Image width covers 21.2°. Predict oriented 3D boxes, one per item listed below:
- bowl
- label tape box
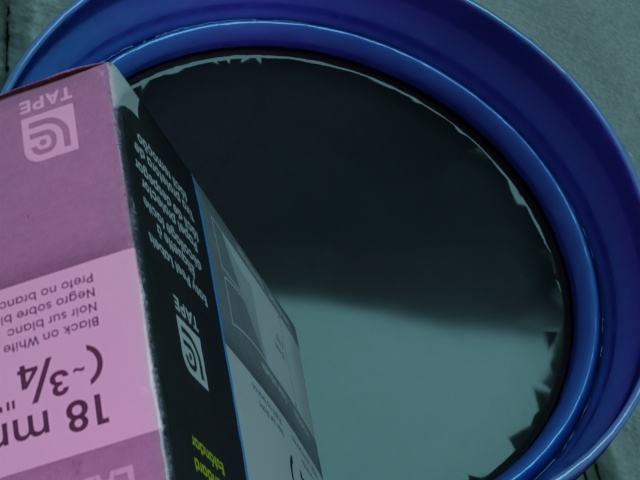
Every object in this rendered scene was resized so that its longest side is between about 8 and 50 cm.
[{"bbox_3d":[0.000,0.000,0.974,0.391,0.077,0.391,9,55,-13],"label":"bowl"},{"bbox_3d":[-0.061,0.139,0.653,0.240,0.106,0.333,59,16,-57],"label":"label tape box"}]
